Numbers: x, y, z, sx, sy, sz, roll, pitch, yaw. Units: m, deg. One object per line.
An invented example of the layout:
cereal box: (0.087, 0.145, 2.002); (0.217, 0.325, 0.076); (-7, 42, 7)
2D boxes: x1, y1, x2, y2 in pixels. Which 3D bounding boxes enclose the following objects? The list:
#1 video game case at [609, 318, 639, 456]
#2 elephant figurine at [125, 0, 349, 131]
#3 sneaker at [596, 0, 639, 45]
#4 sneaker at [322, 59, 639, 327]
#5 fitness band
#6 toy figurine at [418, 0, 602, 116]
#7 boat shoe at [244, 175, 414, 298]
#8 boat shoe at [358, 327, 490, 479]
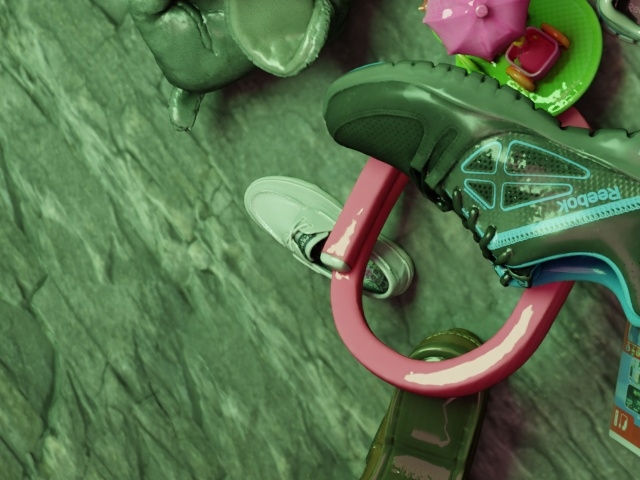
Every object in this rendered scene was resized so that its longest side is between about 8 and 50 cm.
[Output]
video game case: (0.318, 0.063, 0.949); (0.025, 0.204, 0.285); (0, 104, -21)
elephant figurine: (-0.037, -0.219, 1.039); (0.240, 0.186, 0.169); (-1, 60, 17)
sneaker: (0.312, -0.172, 0.950); (0.191, 0.083, 0.071); (13, 103, 18)
sneaker: (0.141, -0.044, 0.932); (0.341, 0.125, 0.139); (20, 82, 24)
fitness band: (0.123, -0.007, 1.020); (0.209, 0.054, 0.290); (25, 83, 27)
toy figurine: (0.128, -0.189, 0.954); (0.173, 0.159, 0.130); (44, 100, 29)
boat shoe: (0.000, 0.000, 1.117); (0.184, 0.063, 0.066); (37, 111, 11)
boat shoe: (0.090, 0.228, 1.105); (0.111, 0.104, 0.307); (26, 106, 11)
